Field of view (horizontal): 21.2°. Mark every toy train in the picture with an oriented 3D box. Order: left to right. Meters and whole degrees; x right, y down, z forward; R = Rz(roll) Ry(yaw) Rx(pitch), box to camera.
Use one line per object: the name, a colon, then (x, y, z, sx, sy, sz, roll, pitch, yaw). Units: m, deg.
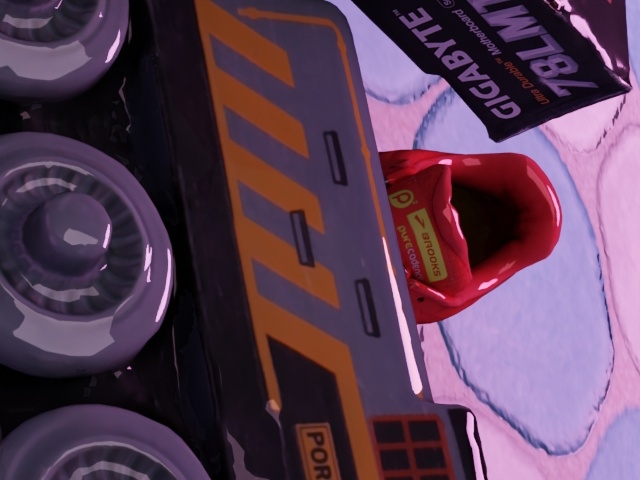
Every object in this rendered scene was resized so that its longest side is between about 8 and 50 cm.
toy train: (-0.053, 0.025, 0.556, 0.190, 0.142, 0.334, 3, 63, -33)

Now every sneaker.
sneaker: (0.000, 0.000, 0.710, 0.279, 0.118, 0.107, -17, 91, -48)

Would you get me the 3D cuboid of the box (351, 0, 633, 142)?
box: (0.018, -0.235, 0.646, 0.293, 0.073, 0.295, 41, 43, -43)
